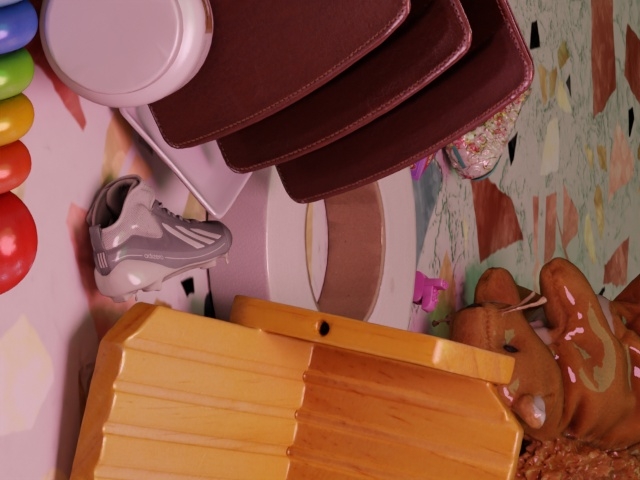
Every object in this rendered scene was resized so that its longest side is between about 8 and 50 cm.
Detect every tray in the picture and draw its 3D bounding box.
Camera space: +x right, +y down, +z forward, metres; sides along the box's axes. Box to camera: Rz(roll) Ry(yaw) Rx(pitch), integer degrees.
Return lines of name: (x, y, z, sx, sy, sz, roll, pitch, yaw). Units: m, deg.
tray: (-0.099, -0.145, 1.845, 0.145, 0.030, 0.270, 50, 40, -19)

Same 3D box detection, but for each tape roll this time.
tape roll: (0.000, 0.000, 2.051, 0.392, 0.072, 0.392, 0, 90, -66)

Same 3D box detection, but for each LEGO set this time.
LEGO set: (0.103, 0.129, 2.243, 0.087, 0.093, 0.227, 34, 59, -60)

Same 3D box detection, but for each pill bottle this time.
pill bottle: (-0.156, -0.172, 1.555, 0.229, 0.131, 0.131, -92, 179, -84)

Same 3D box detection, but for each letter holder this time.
letter holder: (0.006, -0.155, 1.701, 0.152, 0.302, 0.214, -19, 84, -52)

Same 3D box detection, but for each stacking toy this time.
stacking toy: (-0.259, -0.116, 1.435, 0.141, 0.141, 0.330, -35, 124, -61)

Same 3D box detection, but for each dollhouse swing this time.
dollhouse swing: (-0.020, 0.234, 1.726, 0.305, 0.315, 0.347, 25, 77, -71)

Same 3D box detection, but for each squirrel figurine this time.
squirrel figurine: (0.283, 0.220, 2.438, 0.370, 0.281, 0.397, -11, 97, -58)

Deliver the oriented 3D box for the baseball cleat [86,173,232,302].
baseball cleat: (-0.141, -0.013, 1.750, 0.206, 0.072, 0.109, -33, 113, -65)

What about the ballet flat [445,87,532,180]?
ballet flat: (0.217, -0.175, 2.516, 0.077, 0.091, 0.241, 49, 38, -23)

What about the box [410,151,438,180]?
box: (0.156, -0.240, 2.267, 0.201, 0.057, 0.293, -54, 163, -53)
